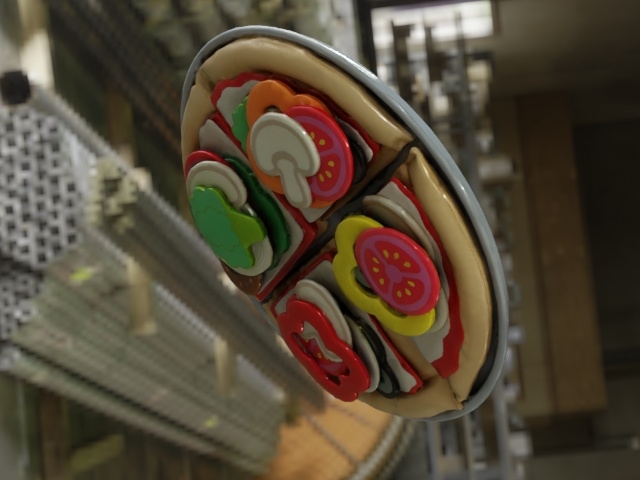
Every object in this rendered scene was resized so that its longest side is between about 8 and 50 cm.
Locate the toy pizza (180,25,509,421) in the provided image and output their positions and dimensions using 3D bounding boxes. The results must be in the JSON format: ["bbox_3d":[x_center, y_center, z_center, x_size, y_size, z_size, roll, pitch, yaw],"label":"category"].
[{"bbox_3d":[0.000,0.000,0.752,0.032,0.201,0.201,-35,133,-31],"label":"toy pizza"}]
